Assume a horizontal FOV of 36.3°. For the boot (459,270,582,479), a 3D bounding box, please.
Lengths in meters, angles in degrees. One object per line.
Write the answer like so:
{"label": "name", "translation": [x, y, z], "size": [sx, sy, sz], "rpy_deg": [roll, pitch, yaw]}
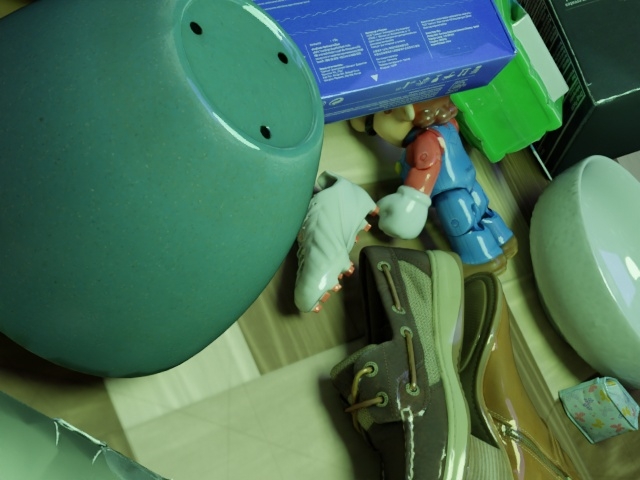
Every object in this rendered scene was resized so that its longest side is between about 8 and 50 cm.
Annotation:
{"label": "boot", "translation": [0.214, 0.193, 1.059], "size": [0.220, 0.109, 0.283], "rpy_deg": [33, 45, -31]}

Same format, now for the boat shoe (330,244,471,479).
{"label": "boat shoe", "translation": [0.067, 0.145, 0.934], "size": [0.123, 0.123, 0.342], "rpy_deg": [14, 55, -9]}

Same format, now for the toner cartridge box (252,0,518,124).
{"label": "toner cartridge box", "translation": [0.017, -0.212, 1.004], "size": [0.348, 0.075, 0.165], "rpy_deg": [-16, 75, -23]}

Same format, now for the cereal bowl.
{"label": "cereal bowl", "translation": [0.399, 0.058, 1.363], "size": [0.339, 0.141, 0.339], "rpy_deg": [31, 43, -35]}

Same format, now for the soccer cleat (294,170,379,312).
{"label": "soccer cleat", "translation": [0.000, 0.000, 0.986], "size": [0.076, 0.068, 0.196], "rpy_deg": [36, 38, -7]}

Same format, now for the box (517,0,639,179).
{"label": "box", "translation": [0.397, -0.290, 1.465], "size": [0.296, 0.182, 0.294], "rpy_deg": [88, -16, -74]}

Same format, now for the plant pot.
{"label": "plant pot", "translation": [-0.112, -0.071, 0.699], "size": [0.290, 0.195, 0.290], "rpy_deg": [29, 45, -34]}

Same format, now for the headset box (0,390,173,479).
{"label": "headset box", "translation": [-0.163, 0.179, 0.443], "size": [0.218, 0.293, 0.110], "rpy_deg": [39, 40, -28]}

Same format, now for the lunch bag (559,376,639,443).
{"label": "lunch bag", "translation": [0.360, 0.212, 1.263], "size": [0.083, 0.071, 0.053], "rpy_deg": [46, 38, -18]}

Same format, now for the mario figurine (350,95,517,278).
{"label": "mario figurine", "translation": [0.110, -0.098, 1.174], "size": [0.320, 0.170, 0.198], "rpy_deg": [65, -7, -7]}

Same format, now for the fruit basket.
{"label": "fruit basket", "translation": [0.224, -0.289, 1.372], "size": [0.327, 0.165, 0.353], "rpy_deg": [52, 24, -29]}
